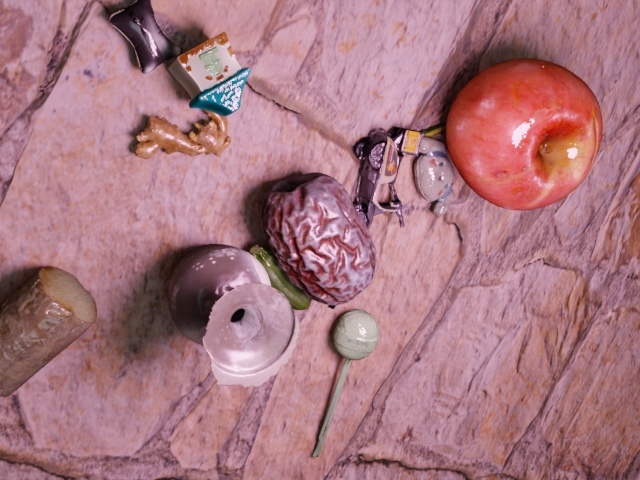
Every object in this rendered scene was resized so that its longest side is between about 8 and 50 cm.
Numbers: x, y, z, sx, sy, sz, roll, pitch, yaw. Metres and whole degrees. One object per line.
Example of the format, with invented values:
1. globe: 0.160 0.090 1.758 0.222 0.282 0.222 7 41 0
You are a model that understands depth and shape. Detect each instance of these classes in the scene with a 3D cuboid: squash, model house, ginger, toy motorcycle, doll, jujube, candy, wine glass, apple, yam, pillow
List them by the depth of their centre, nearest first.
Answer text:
1. pillow: -0.348 -0.408 1.372 0.091 0.055 0.135 -56 129 -37
2. yam: -0.593 0.185 1.387 0.268 0.161 0.161 -41 119 -6
3. model house: -0.216 -0.326 1.409 0.127 0.100 0.149 -36 105 -19
4. wine glass: -0.199 0.136 1.460 0.238 0.323 0.238 -7 108 -21
5. ginger: -0.279 -0.223 1.462 0.176 0.052 0.193 34 89 -24
6. jujube: 0.000 0.000 1.571 0.226 0.226 0.317 -34 114 -12
7. squash: -0.098 0.090 1.633 0.219 0.077 0.068 51 62 -32
8. apple: 0.473 -0.259 1.654 0.364 0.364 0.364 -8 109 -23
9. toy motorcycle: 0.149 -0.144 1.670 0.157 0.091 0.263 4 105 -30
10. doll: 0.286 -0.165 1.739 0.103 0.071 0.214 -26 110 -24
11. candy: 0.051 0.380 1.796 0.119 0.119 0.440 6 111 -27

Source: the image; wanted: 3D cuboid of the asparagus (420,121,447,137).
1. asparagus: 0.282 -0.273 1.729 0.108 0.021 0.025 -22 115 -18
